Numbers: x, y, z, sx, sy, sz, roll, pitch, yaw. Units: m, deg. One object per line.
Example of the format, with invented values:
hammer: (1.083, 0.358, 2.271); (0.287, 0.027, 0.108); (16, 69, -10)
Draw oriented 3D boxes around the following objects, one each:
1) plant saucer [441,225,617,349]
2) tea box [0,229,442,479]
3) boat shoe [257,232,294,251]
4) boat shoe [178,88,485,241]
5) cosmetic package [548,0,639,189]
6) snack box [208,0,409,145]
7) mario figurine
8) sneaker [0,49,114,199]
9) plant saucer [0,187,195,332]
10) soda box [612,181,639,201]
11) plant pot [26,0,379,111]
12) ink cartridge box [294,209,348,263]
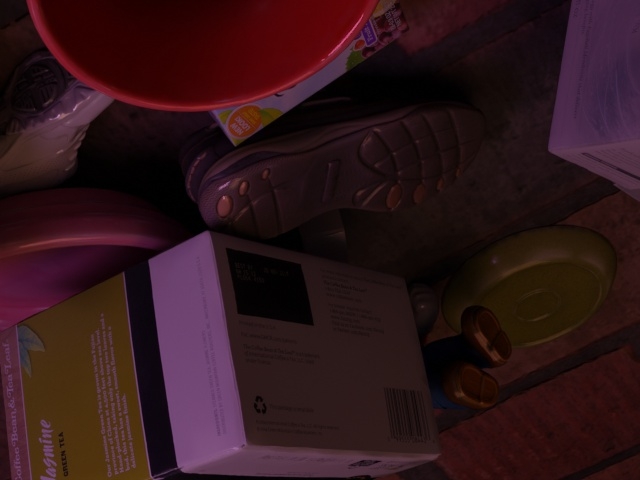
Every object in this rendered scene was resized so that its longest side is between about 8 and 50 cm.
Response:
plant saucer: (0.280, 0.074, 1.702); (0.241, 0.037, 0.241); (-9, 140, -8)
tea box: (-0.107, 0.165, 1.376); (0.323, 0.220, 0.329); (-24, 156, 34)
boat shoe: (-0.070, -0.023, 1.449); (0.073, 0.080, 0.223); (-20, 146, -3)
boat shoe: (0.015, -0.106, 1.339); (0.355, 0.130, 0.132); (-13, 136, -33)
cosmetic package: (0.353, -0.179, 1.214); (0.138, 0.224, 0.225); (19, 165, -36)
snack box: (-0.039, -0.212, 1.193); (0.207, 0.070, 0.174); (-34, 138, -3)
mario figurine: (0.067, 0.164, 1.626); (0.320, 0.170, 0.198); (-21, 180, 42)
sneaker: (-0.270, -0.109, 1.284); (0.232, 0.090, 0.115); (-28, 146, 28)
plant saucer: (-0.282, 0.037, 1.392); (0.332, 0.084, 0.332); (-10, 156, -5)
soda box: (0.441, -0.162, 1.429); (0.091, 0.098, 0.286); (26, 125, -37)
plant pot: (-0.102, -0.278, 1.003); (0.275, 0.243, 0.275); (-9, 141, -8)
ink cartridge box: (0.000, 0.000, 1.483); (0.052, 0.088, 0.122); (-13, 141, -3)
